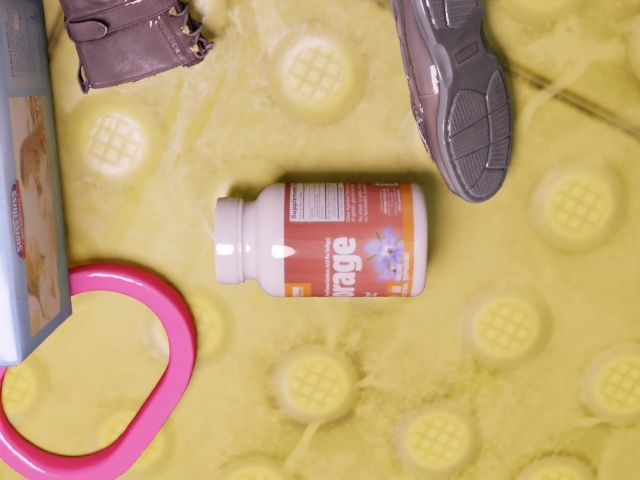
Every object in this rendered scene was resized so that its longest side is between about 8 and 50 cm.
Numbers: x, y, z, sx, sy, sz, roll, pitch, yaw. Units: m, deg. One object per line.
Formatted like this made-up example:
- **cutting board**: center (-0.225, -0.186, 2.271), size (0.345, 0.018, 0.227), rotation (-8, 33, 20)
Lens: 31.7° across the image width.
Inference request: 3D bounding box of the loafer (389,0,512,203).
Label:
- **loafer**: center (0.129, -0.170, 1.154), size (0.096, 0.084, 0.268), rotation (-25, 115, -25)

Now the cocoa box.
- **cocoa box**: center (-0.380, -0.065, 1.067), size (0.227, 0.231, 0.347), rotation (-4, 98, 0)

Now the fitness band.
- **fitness band**: center (-0.265, 0.153, 1.262), size (0.209, 0.054, 0.291), rotation (32, 107, -11)

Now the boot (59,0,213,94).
- **boot**: center (-0.166, -0.274, 1.091), size (0.262, 0.091, 0.229), rotation (-19, 121, 17)

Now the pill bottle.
- **pill bottle**: center (0.000, 0.000, 1.176), size (0.216, 0.121, 0.121), rotation (-1, 109, 0)
